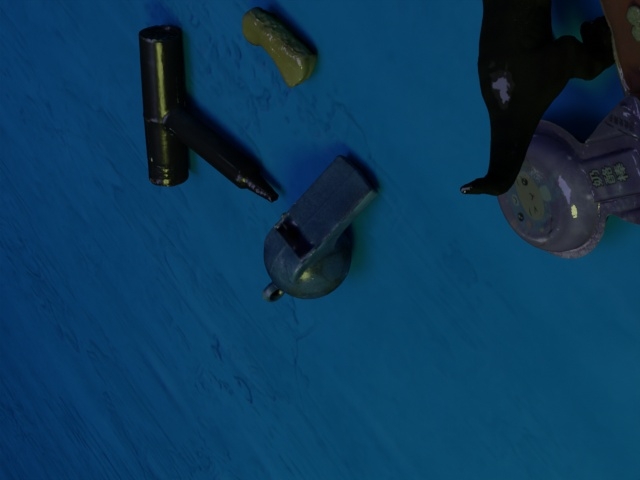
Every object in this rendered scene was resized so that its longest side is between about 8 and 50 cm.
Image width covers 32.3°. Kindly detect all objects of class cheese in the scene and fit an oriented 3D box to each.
[{"bbox_3d":[0.174,-0.039,0.763,0.191,0.042,0.105,-18,94,66],"label":"cheese"},{"bbox_3d":[-0.038,-0.173,0.992,0.083,0.030,0.044,43,135,20],"label":"cheese"}]

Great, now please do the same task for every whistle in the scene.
[{"bbox_3d":[0.000,0.000,1.026,0.158,0.090,0.090,-47,67,13],"label":"whistle"}]

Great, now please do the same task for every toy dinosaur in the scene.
[{"bbox_3d":[0.103,-0.128,0.699,0.087,0.179,0.187,-8,102,54],"label":"toy dinosaur"}]

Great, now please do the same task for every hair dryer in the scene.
[{"bbox_3d":[-0.113,-0.113,1.126,0.195,0.050,0.173,27,133,36],"label":"hair dryer"}]

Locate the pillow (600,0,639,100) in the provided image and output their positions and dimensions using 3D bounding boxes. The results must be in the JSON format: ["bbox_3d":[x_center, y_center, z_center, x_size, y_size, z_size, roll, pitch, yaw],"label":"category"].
[{"bbox_3d":[0.231,-0.083,0.664,0.126,0.043,0.232,17,128,64],"label":"pillow"}]
